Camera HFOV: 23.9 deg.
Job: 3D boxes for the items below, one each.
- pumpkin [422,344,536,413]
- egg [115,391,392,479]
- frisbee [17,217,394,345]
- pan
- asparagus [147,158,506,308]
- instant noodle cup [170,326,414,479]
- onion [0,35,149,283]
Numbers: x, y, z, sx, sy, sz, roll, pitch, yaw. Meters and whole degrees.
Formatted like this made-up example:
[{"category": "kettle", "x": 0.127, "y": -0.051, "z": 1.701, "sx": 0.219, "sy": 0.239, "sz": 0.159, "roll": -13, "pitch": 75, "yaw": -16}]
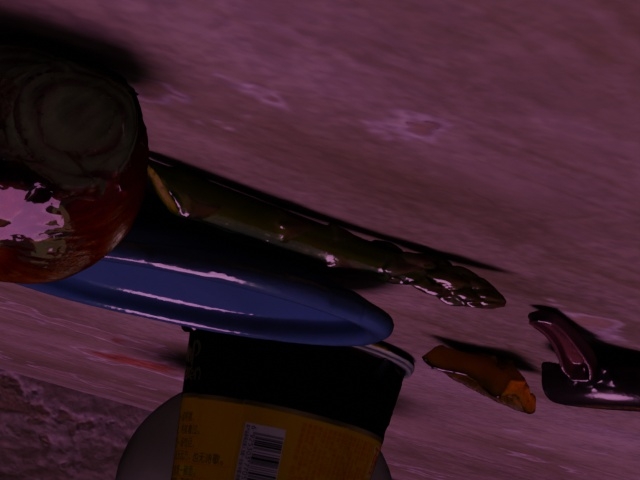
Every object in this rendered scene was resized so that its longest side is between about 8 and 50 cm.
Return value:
[{"category": "pumpkin", "x": 0.131, "y": 0.105, "z": 1.199, "sx": 0.073, "sy": 0.035, "sz": 0.101, "roll": 21, "pitch": 176, "yaw": 26}, {"category": "egg", "x": -0.079, "y": 0.291, "z": 1.705, "sx": 0.276, "sy": 0.276, "sz": 0.389, "roll": 23, "pitch": 164, "yaw": -37}, {"category": "frisbee", "x": -0.091, "y": 0.018, "z": 0.991, "sx": 0.290, "sy": 0.049, "sz": 0.289, "roll": 10, "pitch": 170, "yaw": 2}, {"category": "pan", "x": 0.191, "y": 0.091, "z": 1.041, "sx": 0.115, "sy": 0.040, "sz": 0.212, "roll": 0, "pitch": 164, "yaw": 31}, {"category": "asparagus", "x": 0.000, "y": -0.001, "z": 0.857, "sx": 0.236, "sy": 0.027, "sz": 0.034, "roll": 19, "pitch": 178, "yaw": -21}, {"category": "instant noodle cup", "x": -0.042, "y": 0.193, "z": 1.312, "sx": 0.216, "sy": 0.236, "sz": 0.215, "roll": 12, "pitch": 166, "yaw": 3}, {"category": "onion", "x": -0.136, "y": -0.031, "z": 0.663, "sx": 0.117, "sy": 0.118, "sz": 0.118, "roll": 36, "pitch": 169, "yaw": 3}]
